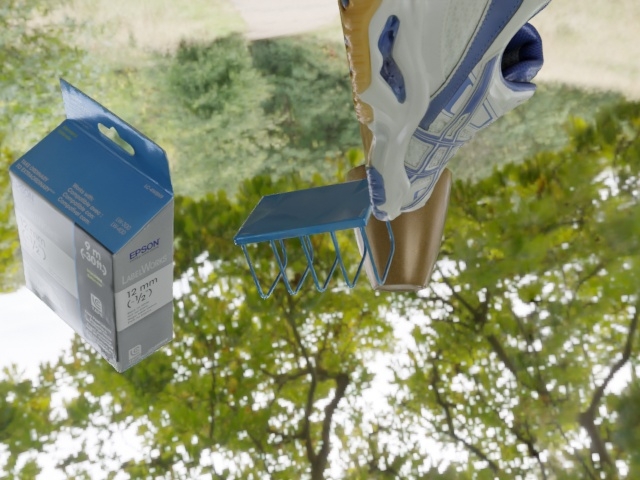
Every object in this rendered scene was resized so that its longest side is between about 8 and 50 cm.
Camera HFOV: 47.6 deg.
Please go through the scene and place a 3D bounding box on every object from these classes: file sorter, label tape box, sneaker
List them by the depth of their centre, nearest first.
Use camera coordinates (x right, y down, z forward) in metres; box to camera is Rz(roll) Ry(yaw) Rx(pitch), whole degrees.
[{"bbox_3d":[0.088,-0.095,0.506,0.130,0.112,0.296,-10,163,3],"label":"sneaker"},{"bbox_3d":[0.000,0.000,0.928,0.170,0.105,0.118,-8,-153,21],"label":"file sorter"},{"bbox_3d":[-0.328,-0.017,1.037,0.249,0.348,0.115,34,-134,27],"label":"label tape box"}]

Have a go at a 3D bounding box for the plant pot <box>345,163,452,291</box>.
[{"bbox_3d":[0.174,-0.020,1.589,0.237,0.255,0.237,0,168,0],"label":"plant pot"}]
